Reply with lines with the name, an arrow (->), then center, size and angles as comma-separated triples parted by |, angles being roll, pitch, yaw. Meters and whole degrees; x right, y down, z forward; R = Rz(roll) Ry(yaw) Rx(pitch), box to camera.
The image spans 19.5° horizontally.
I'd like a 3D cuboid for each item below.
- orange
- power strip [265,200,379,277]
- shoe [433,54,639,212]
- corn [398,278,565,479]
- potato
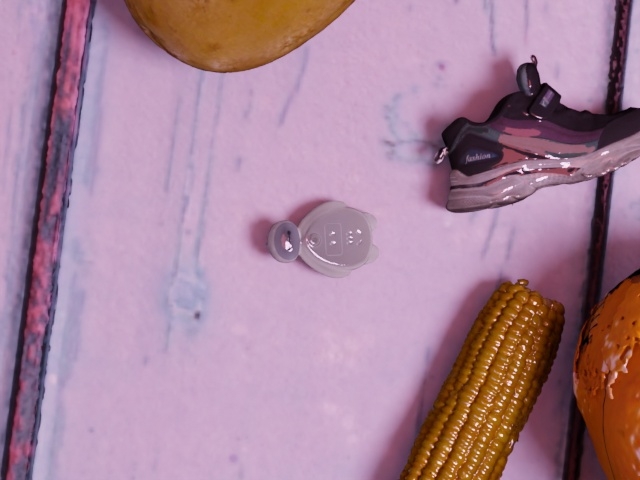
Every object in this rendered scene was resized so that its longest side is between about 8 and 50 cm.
orange -> 0.279, 0.116, 1.264 | 0.182, 0.234, 0.234 | -36, 93, 25
power strip -> 0.000, 0.000, 1.326 | 0.083, 0.035, 0.055 | -3, 88, -22
shoe -> 0.158, -0.083, 1.333 | 0.169, 0.071, 0.099 | -18, 87, -6
corn -> 0.112, 0.124, 1.315 | 0.068, 0.068, 0.207 | 28, 80, -7
potato -> -0.064, -0.195, 1.267 | 0.203, 0.178, 0.158 | 26, 106, -18
